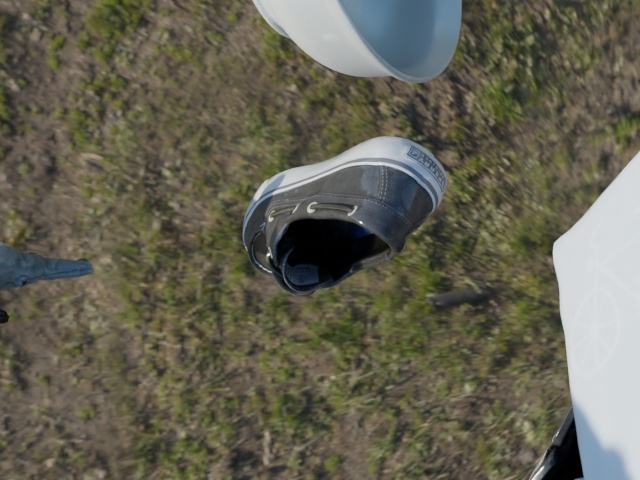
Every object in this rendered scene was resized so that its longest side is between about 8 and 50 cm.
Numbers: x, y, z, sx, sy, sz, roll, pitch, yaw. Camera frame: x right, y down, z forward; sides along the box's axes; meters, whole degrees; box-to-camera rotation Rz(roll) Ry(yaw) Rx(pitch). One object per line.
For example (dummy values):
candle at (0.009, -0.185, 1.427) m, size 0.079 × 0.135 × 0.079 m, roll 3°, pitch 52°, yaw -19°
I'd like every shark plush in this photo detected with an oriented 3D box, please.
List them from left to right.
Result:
shark plush at (-0.235, 0.036, 0.773) m, size 0.073 × 0.161 × 0.067 m, roll -51°, pitch 58°, yaw 30°

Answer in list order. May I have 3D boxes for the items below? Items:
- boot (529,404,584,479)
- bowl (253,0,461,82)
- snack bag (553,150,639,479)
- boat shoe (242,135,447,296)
boot at (0.212, 0.228, 0.937) m, size 0.118 × 0.222 × 0.338 m, roll 25°, pitch 112°, yaw 29°
bowl at (0.013, -0.285, 1.128) m, size 0.134 × 0.298 × 0.298 m, roll -13°, pitch 81°, yaw 34°
snack bag at (0.191, 0.059, 0.449) m, size 0.037 × 0.323 × 0.342 m, roll 10°, pitch 54°, yaw -15°
boat shoe at (0.000, 0.000, 0.759) m, size 0.080 × 0.228 × 0.076 m, roll 40°, pitch 63°, yaw -19°
